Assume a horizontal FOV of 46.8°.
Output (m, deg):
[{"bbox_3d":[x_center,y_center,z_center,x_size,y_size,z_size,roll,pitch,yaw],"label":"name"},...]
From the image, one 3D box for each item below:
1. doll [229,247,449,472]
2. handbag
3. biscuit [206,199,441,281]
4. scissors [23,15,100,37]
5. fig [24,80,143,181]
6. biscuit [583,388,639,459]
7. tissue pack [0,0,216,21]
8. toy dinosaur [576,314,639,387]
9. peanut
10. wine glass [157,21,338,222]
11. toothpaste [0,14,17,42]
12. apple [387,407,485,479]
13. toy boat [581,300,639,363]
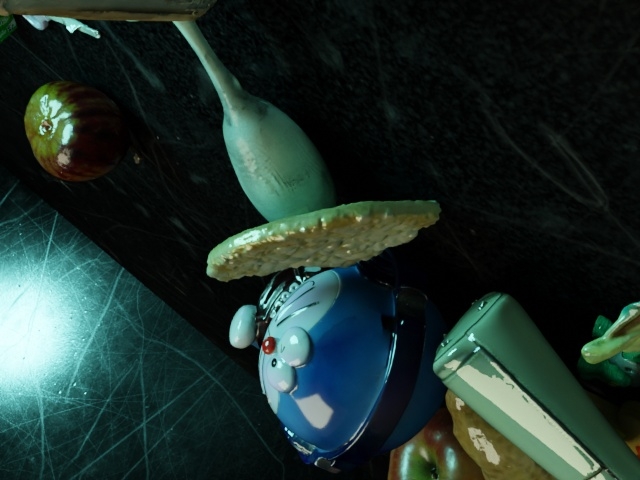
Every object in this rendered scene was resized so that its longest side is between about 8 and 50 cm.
[{"bbox_3d":[0.028,0.132,0.930,0.240,0.284,0.310,19,-172,-20],"label":"doll"},{"bbox_3d":[0.255,0.182,0.719,0.315,0.109,0.241,41,-174,9],"label":"handbag"},{"bbox_3d":[0.000,0.000,0.773,0.265,0.040,0.188,-14,167,18],"label":"biscuit"},{"bbox_3d":[-0.374,-0.312,1.018,0.212,0.021,0.110,31,162,29],"label":"scissors"},{"bbox_3d":[-0.361,-0.165,1.168,0.202,0.148,0.149,11,-144,-26],"label":"fig"},{"bbox_3d":[0.353,0.226,0.839,0.240,0.035,0.158,20,156,47],"label":"biscuit"},{"bbox_3d":[-0.184,-0.297,0.424,0.305,0.238,0.238,37,162,10],"label":"tissue pack"},{"bbox_3d":[0.291,0.114,0.674,0.096,0.059,0.132,21,164,26],"label":"toy dinosaur"},{"bbox_3d":[0.260,0.282,1.014,0.253,0.122,0.137,52,167,-26],"label":"peanut"},{"bbox_3d":[-0.081,-0.066,0.686,0.096,0.264,0.309,-14,137,18],"label":"wine glass"},{"bbox_3d":[-0.499,-0.370,1.060,0.050,0.065,0.266,37,162,-1],"label":"toothpaste"},{"bbox_3d":[0.227,0.386,1.197,0.230,0.230,0.230,35,162,14],"label":"apple"},{"bbox_3d":[0.298,0.046,0.424,0.293,0.099,0.108,0,138,52],"label":"toy boat"}]
